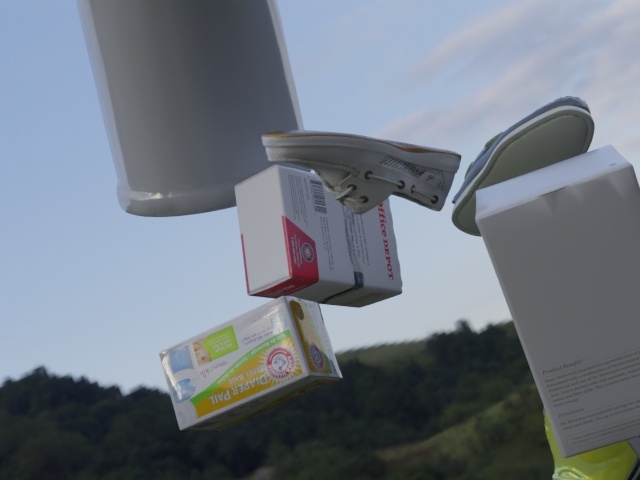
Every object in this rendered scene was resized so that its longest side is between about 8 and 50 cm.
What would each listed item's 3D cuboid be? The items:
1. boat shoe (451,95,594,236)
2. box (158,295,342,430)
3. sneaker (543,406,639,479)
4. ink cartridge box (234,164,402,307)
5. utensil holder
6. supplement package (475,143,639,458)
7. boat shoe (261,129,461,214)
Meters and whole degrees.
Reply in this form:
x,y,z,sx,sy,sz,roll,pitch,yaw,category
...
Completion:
x,y,z,sx,sy,sz,roll,pitch,yaw,category
0.288,-0.119,1.629,0.109,0.091,0.305,26,-39,-11,boat shoe
-0.091,0.164,1.476,0.203,0.114,0.103,-26,-19,20,box
0.382,0.386,1.515,0.147,0.385,0.145,-28,11,-29,sneaker
0.000,0.000,1.667,0.237,0.172,0.100,10,-25,-44,ink cartridge box
-0.201,-0.270,1.784,0.327,0.386,0.327,-9,18,3,utensil holder
0.305,0.062,1.284,0.177,0.293,0.175,-19,9,11,supplement package
0.052,-0.078,1.365,0.277,0.096,0.098,6,6,-31,boat shoe
